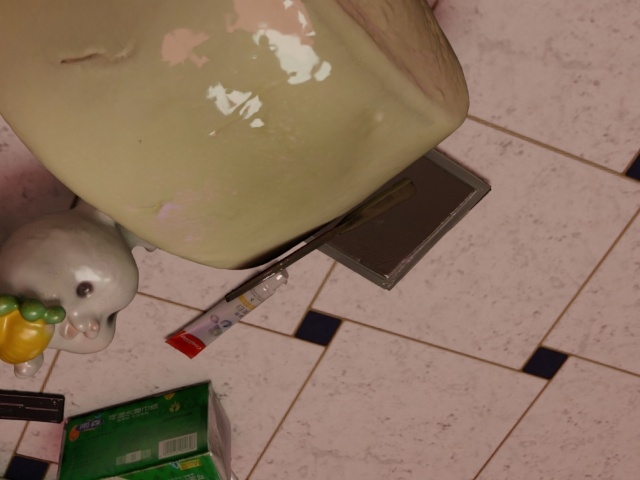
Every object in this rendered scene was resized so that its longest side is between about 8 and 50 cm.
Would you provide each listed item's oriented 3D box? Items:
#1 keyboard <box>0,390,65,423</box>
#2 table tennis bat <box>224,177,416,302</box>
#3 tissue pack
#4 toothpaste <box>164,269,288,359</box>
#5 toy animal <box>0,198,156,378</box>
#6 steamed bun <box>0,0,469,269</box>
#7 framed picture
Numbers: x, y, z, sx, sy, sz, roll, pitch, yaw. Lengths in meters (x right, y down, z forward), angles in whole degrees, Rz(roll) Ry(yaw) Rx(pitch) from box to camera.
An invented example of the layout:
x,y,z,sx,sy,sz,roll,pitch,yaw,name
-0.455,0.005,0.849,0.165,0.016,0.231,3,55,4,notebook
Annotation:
x,y,z,sx,sy,sz,roll,pitch,yaw,name
-0.421,0.221,1.437,0.155,0.010,0.053,6,126,-13,keyboard
0.000,0.000,1.124,0.234,0.131,0.022,-31,90,-16,table tennis bat
-0.223,0.308,1.442,0.209,0.148,0.156,-16,125,4,tissue pack
-0.117,0.092,1.374,0.190,0.031,0.048,-37,126,22,toothpaste
-0.319,0.043,1.192,0.310,0.247,0.183,-18,129,14,toy animal
-0.099,-0.173,1.017,0.371,0.290,0.456,-37,124,21,steamed bun
0.051,-0.059,1.295,0.252,0.014,0.197,30,117,-26,framed picture
